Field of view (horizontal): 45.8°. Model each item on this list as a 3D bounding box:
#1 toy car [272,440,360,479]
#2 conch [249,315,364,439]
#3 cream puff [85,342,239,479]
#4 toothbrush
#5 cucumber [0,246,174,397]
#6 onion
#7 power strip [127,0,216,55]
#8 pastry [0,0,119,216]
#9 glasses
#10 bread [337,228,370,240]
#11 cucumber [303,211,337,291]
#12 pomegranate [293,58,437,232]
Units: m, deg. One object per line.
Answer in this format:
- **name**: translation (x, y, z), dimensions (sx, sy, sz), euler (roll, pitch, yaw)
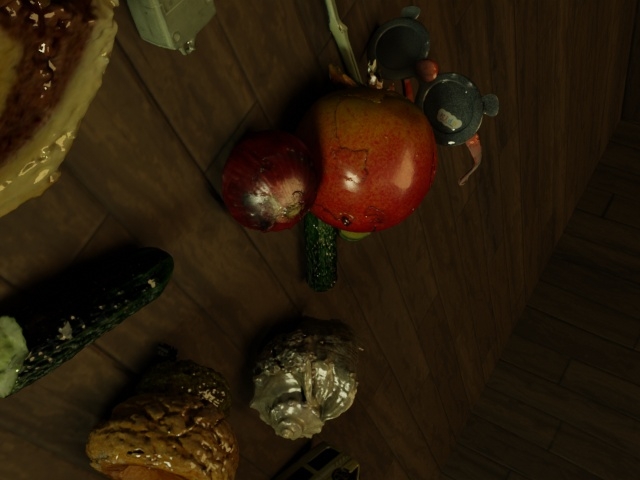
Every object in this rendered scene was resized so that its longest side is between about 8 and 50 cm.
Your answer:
- **toy car**: translation (-0.040, 0.499, 1.449), dimensions (0.256, 0.124, 0.101), euler (-29, 136, -38)
- **conch**: translation (-0.017, 0.205, 1.210), dimensions (0.245, 0.178, 0.163), euler (-72, 156, -50)
- **cream puff**: translation (-0.181, 0.217, 0.940), dimensions (0.183, 0.183, 0.169), euler (72, 26, -53)
- **toothbrush**: translation (0.032, -0.281, 1.067), dimensions (0.028, 0.026, 0.294), euler (-57, 153, -21)
- **cucumber**: translation (-0.242, 0.068, 0.779), dimensions (0.241, 0.074, 0.075), euler (-37, 141, -50)
- **onion**: translation (-0.063, -0.072, 0.954), dimensions (0.131, 0.131, 0.131), euler (-42, 145, -40)
- **power strip**: translation (-0.160, -0.291, 0.671), dimensions (0.078, 0.052, 0.272), euler (-52, 149, -27)
- **pastry**: translation (-0.267, -0.126, 0.487), dimensions (0.256, 0.170, 0.237), euler (-47, 168, -44)
- **glasses**: translation (0.191, -0.222, 1.210), dimensions (0.118, 0.234, 0.268), euler (-40, 160, 9)
- **bread**: translation (0.079, -0.106, 1.287), dimensions (0.228, 0.033, 0.229), euler (-40, 141, -43)
- **cucumber**: translation (-0.001, 0.000, 1.196), dimensions (0.058, 0.058, 0.187), euler (-42, 143, -41)
- **pomegranate**: translation (0.057, -0.126, 1.054), dimensions (0.210, 0.210, 0.235), euler (0, 83, -62)
